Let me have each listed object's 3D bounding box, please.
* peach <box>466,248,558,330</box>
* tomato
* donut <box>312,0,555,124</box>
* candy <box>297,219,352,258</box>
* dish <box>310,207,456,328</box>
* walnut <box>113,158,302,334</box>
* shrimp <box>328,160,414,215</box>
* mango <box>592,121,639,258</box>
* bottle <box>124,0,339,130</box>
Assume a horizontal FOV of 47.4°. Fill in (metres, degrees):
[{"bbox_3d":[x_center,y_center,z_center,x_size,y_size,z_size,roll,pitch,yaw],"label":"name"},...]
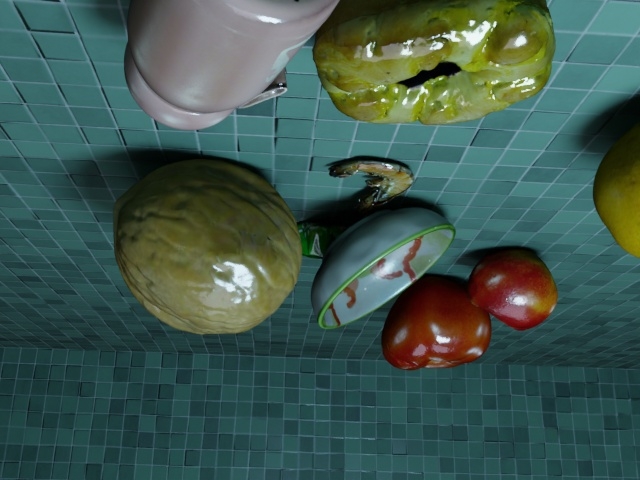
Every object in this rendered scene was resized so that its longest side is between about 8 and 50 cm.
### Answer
[{"bbox_3d":[0.428,0.115,1.648,0.192,0.190,0.190,-21,157,5],"label":"peach"},{"bbox_3d":[0.294,0.212,1.871,0.298,0.227,0.299,-6,159,-2],"label":"tomato"},{"bbox_3d":[0.122,-0.218,0.813,0.261,0.128,0.208,-1,162,8],"label":"donut"},{"bbox_3d":[-0.001,0.004,1.528,0.203,0.078,0.141,-11,159,42],"label":"candy"},{"bbox_3d":[0.100,0.030,1.436,0.324,0.124,0.324,-31,160,-13],"label":"dish"},{"bbox_3d":[-0.198,0.010,1.253,0.332,0.333,0.333,1,161,0],"label":"walnut"},{"bbox_3d":[0.070,-0.096,1.295,0.147,0.035,0.195,9,155,-25],"label":"shrimp"},{"bbox_3d":[0.573,-0.096,1.002,0.378,0.221,0.263,-25,145,35],"label":"mango"},{"bbox_3d":[-0.094,-0.222,0.755,0.206,0.173,0.297,-2,163,-28],"label":"bottle"}]
